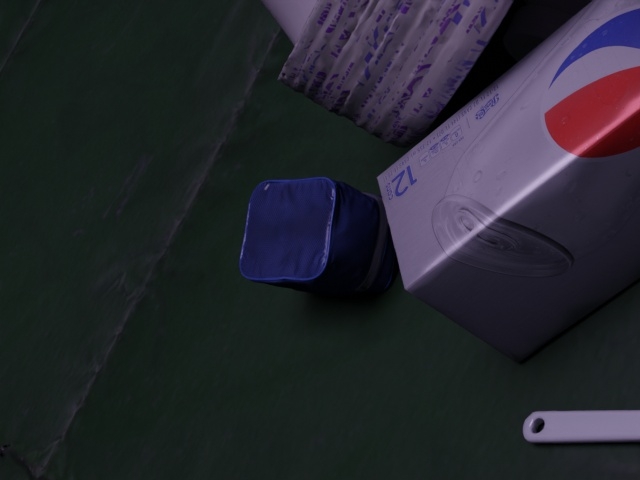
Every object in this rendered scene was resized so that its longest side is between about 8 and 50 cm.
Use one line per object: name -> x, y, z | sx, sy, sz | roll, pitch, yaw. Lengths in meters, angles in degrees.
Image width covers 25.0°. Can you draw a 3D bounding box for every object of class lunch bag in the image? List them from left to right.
lunch bag -> 0.000, 0.000, 0.898 | 0.098, 0.065, 0.067 | 2, 79, 50

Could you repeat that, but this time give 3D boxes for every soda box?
soda box -> 0.166, -0.064, 0.715 | 0.286, 0.098, 0.091 | -38, 38, 24

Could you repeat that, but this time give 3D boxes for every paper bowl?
paper bowl -> 0.056, -0.208, 0.823 | 0.284, 0.148, 0.284 | -60, 3, 5

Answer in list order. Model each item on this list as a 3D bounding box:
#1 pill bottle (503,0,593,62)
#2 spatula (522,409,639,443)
pill bottle -> 0.164, -0.163, 0.809 | 0.086, 0.086, 0.152 | 16, 75, 55
spatula -> 0.165, 0.135, 0.622 | 0.242, 0.019, 0.168 | -10, 56, 47
